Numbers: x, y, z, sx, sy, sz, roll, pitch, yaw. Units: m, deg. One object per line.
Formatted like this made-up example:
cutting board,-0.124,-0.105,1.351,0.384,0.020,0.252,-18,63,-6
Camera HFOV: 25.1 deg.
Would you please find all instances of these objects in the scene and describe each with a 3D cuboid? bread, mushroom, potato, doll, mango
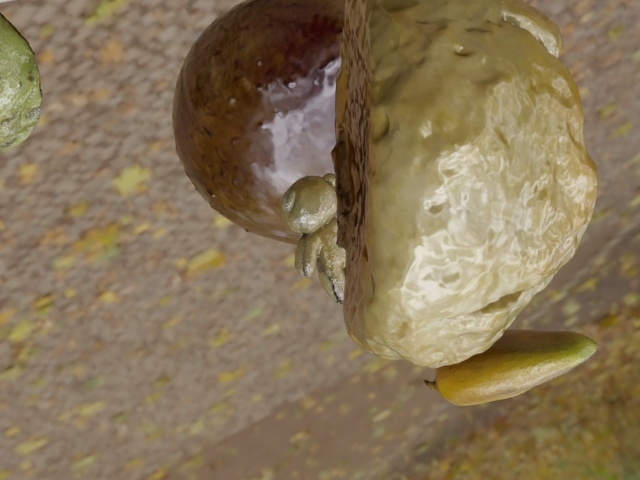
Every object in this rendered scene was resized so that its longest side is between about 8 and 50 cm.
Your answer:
bread,0.079,-0.043,0.843,0.134,0.244,0.244,-3,157,-6
mushroom,-0.005,-0.182,1.610,0.334,0.356,0.331,-20,160,27
potato,-0.428,-0.191,1.515,0.160,0.271,0.111,-50,-178,40
doll,0.004,-0.001,1.045,0.061,0.093,0.051,-33,174,-28
mango,0.201,0.131,1.528,0.187,0.066,0.101,-13,-170,18

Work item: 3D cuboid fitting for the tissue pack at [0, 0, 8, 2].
tissue pack,-0.194,-0.223,0.871,0.242,0.125,0.343,-19,-173,15
